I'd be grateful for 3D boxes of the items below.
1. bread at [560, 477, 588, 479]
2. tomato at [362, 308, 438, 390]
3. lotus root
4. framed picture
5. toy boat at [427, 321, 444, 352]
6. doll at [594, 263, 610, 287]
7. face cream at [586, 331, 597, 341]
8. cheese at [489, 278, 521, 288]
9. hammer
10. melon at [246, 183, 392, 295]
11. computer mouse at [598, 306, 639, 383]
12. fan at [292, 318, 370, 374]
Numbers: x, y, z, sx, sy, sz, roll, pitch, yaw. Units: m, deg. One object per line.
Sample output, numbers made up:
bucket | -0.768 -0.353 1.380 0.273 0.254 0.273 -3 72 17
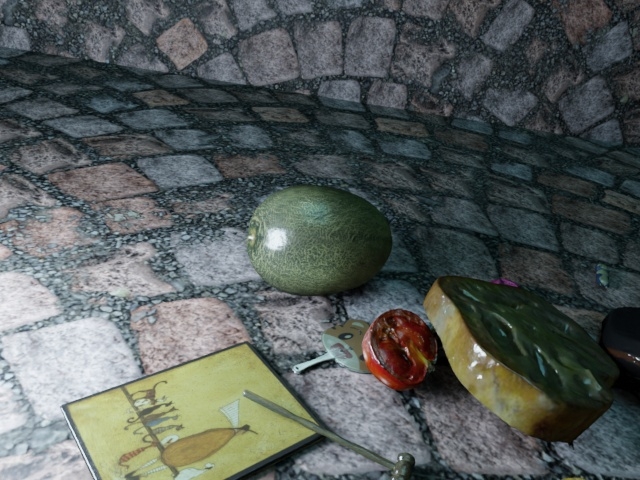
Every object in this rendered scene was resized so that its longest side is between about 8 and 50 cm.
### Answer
bread | 0.383 0.405 0.813 0.082 0.056 0.115 -5 39 -25
tomato | 0.138 0.209 1.039 0.139 0.091 0.159 39 48 4
lotus root | 0.367 0.195 1.056 0.374 0.111 0.390 30 26 12
framed picture | -0.192 0.282 0.880 0.338 0.014 0.255 -13 37 -37
toy boat | 0.225 0.202 1.127 0.060 0.055 0.141 17 28 26
doll | 0.770 0.096 1.535 0.037 0.027 0.125 25 31 10
face cream | 0.509 0.195 1.242 0.182 0.051 0.072 23 29 19
cheese | 0.437 0.132 1.347 0.095 0.038 0.145 26 38 29
hammer | 0.005 0.301 0.878 0.292 0.029 0.058 22 31 12
melon | 0.000 0.000 1.224 0.328 0.249 0.249 -1 30 -26
computer mouse | 0.681 0.225 1.178 0.182 0.117 0.323 13 14 28
fan | 0.039 0.216 1.087 0.226 0.008 0.152 -11 36 -36
